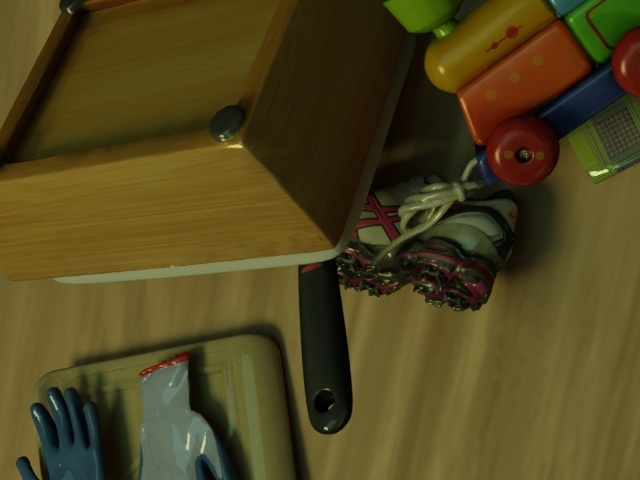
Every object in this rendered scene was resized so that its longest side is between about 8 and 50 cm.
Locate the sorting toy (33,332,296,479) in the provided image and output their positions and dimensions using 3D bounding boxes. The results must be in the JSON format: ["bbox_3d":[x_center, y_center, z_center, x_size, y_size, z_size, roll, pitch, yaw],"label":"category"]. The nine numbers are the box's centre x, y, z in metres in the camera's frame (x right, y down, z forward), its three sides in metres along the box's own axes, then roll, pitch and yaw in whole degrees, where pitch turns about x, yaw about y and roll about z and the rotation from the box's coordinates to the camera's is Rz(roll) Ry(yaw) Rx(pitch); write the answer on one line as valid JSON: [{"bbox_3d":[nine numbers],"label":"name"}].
[{"bbox_3d":[-0.112,0.239,0.998,0.229,0.041,0.307,-12,80,28],"label":"sorting toy"}]

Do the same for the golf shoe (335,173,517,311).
[{"bbox_3d":[0.054,-0.006,0.887,0.186,0.067,0.086,10,60,39],"label":"golf shoe"}]

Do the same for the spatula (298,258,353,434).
[{"bbox_3d":[0.000,0.000,0.843,0.084,0.030,0.296,-21,44,21],"label":"spatula"}]

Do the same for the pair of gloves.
[{"bbox_3d":[-0.152,0.179,0.988,0.198,0.023,0.159,-19,76,26],"label":"pair of gloves"}]

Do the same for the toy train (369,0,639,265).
[{"bbox_3d":[0.087,-0.103,0.770,0.248,0.105,0.143,-35,103,16],"label":"toy train"}]

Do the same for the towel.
[{"bbox_3d":[0.197,-0.078,0.817,0.083,0.009,0.060,-31,76,30],"label":"towel"}]

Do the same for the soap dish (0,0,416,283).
[{"bbox_3d":[-0.090,-0.090,0.879,0.291,0.118,0.229,-6,52,36],"label":"soap dish"}]
